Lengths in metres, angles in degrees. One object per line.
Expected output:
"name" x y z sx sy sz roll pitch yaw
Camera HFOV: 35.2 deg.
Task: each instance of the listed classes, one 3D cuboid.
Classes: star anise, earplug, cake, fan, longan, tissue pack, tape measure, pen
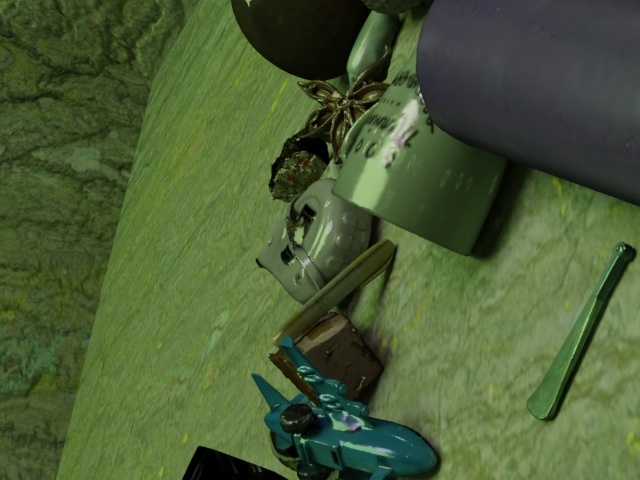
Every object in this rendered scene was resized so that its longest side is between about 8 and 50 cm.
"star anise" 0.052 -0.210 1.664 0.208 0.063 0.171 -19 72 27
"earplug" 0.268 -0.140 0.924 0.215 0.215 0.456 -65 24 9
"cake" -0.001 0.165 1.432 0.116 0.112 0.295 -36 9 -8
"fan" 0.255 0.090 0.982 0.193 0.016 0.038 -65 23 11
"longan" -0.018 -0.438 1.842 0.243 0.300 0.300 13 81 48
"tissue pack" 0.025 -0.088 1.692 0.062 0.042 0.083 -56 24 26
"tape measure" 0.000 0.000 1.566 0.197 0.120 0.236 -63 25 7
"pen" 0.023 0.075 1.403 0.233 0.040 0.032 -41 -6 -23

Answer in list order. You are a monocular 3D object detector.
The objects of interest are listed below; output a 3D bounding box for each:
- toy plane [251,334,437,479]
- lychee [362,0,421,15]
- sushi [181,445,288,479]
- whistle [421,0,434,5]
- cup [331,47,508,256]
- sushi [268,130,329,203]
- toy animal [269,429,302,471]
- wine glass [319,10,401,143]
"toy plane" 0.022 0.238 1.218 0.105 0.254 0.271 -32 29 -31
"lychee" 0.112 -0.453 1.666 0.198 0.165 0.165 -3 61 30
"sushi" -0.088 0.395 1.233 0.215 0.227 0.212 -68 13 -16
"whistle" 0.237 -0.448 1.349 0.188 0.168 0.404 -17 54 65
"cup" 0.124 -0.133 1.257 0.258 0.186 0.234 28 95 53
"sushi" -0.037 -0.129 1.825 0.150 0.091 0.078 -48 25 46
"toy animal" -0.032 0.273 1.400 0.137 0.098 0.098 -20 52 65
"wine glass" 0.070 -0.288 1.753 0.262 0.074 0.074 -67 20 -2
